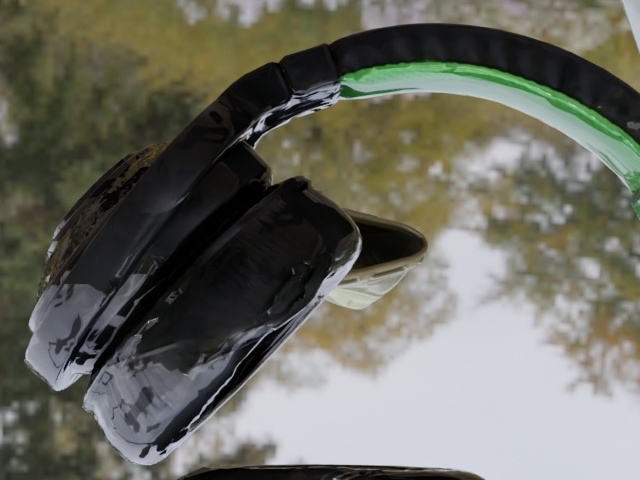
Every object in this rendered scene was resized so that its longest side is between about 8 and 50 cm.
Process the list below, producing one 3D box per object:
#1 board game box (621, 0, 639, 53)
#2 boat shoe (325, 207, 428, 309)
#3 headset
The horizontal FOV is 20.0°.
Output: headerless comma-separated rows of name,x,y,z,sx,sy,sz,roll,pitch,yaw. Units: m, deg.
board game box,0.240,-0.171,1.001,0.144,0.142,0.275,-18,-178,17
boat shoe,0.001,0.002,0.906,0.048,0.056,0.153,-32,155,22
headset,-0.024,0.071,0.658,0.394,0.243,0.185,-26,175,-2
